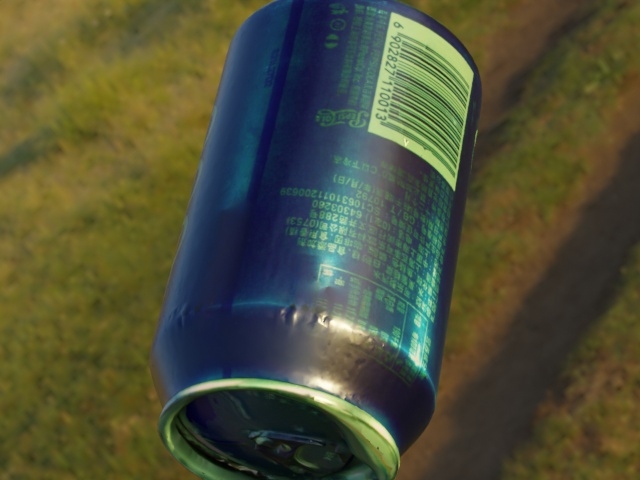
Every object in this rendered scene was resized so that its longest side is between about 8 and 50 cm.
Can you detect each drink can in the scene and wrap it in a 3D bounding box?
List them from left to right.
[{"bbox_3d":[0.000,0.000,0.719,0.118,0.118,0.205,-23,42,41],"label":"drink can"}]
